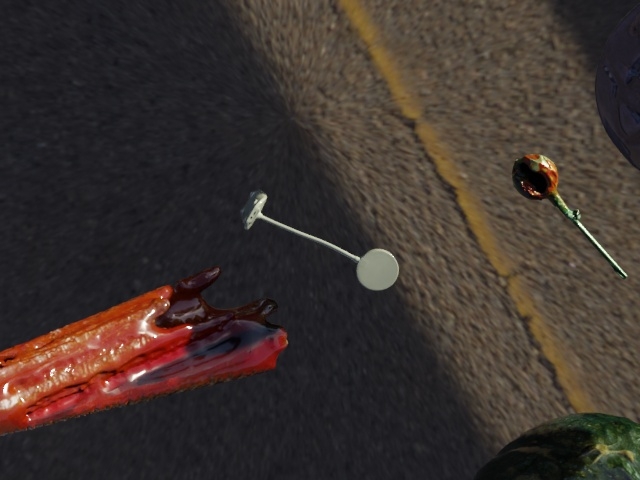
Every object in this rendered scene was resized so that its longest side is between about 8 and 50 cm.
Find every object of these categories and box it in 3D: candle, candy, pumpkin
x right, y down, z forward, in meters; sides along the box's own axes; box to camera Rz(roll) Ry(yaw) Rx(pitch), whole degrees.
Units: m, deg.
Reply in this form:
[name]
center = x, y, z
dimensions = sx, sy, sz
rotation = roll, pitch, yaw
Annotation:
[candle]
center = -0.160, 0.091, 0.953
dimensions = 0.302, 0.059, 0.084
rotation = -18, 78, -28
[candy]
center = 0.287, -0.026, 1.585
dimensions = 0.184, 0.055, 0.049
rotation = 47, 49, -2
[pumpkin]
center = 0.253, 0.305, 1.453
dimensions = 0.197, 0.263, 0.293
rotation = 45, 65, -3

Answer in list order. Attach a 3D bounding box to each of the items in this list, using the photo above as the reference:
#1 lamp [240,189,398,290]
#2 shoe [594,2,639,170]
[lamp]
center = 0.000, 0.000, 1.645
dimensions = 0.198, 0.056, 0.050
rotation = 26, 101, -6
[shoe]
center = 0.282, -0.140, 0.911
dimensions = 0.138, 0.245, 0.095
rotation = -14, 63, -31
